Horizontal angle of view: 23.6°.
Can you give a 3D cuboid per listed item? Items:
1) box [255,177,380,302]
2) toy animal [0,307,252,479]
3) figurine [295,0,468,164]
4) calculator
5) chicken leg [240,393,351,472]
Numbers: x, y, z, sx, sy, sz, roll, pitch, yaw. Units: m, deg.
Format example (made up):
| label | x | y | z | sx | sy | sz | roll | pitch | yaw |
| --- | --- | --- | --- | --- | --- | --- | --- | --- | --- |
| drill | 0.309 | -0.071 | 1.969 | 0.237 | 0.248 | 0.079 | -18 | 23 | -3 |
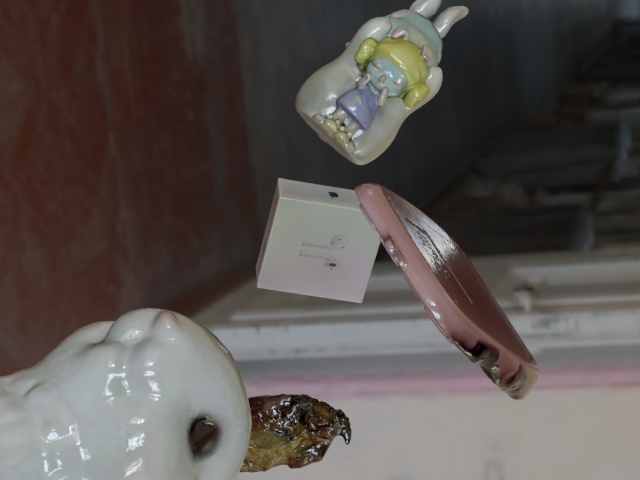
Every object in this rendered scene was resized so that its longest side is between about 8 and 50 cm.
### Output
| label | x | y | z | sx | sy | sz | roll | pitch | yaw |
| --- | --- | --- | --- | --- | --- | --- | --- | --- | --- |
| box | 0.000 | 0.000 | 1.813 | 0.051 | 0.129 | 0.130 | -96 | -162 | -56 |
| toy animal | -0.200 | 0.180 | 0.900 | 0.194 | 0.357 | 0.257 | 42 | -29 | 62 |
| figurine | 0.084 | -0.208 | 1.784 | 0.235 | 0.127 | 0.155 | -49 | 173 | -2 |
| calculator | 0.129 | 0.050 | 1.515 | 0.220 | 0.048 | 0.330 | 60 | 11 | 26 |
| chicken leg | -0.094 | 0.175 | 1.442 | 0.106 | 0.253 | 0.051 | 75 | 20 | -51 |
